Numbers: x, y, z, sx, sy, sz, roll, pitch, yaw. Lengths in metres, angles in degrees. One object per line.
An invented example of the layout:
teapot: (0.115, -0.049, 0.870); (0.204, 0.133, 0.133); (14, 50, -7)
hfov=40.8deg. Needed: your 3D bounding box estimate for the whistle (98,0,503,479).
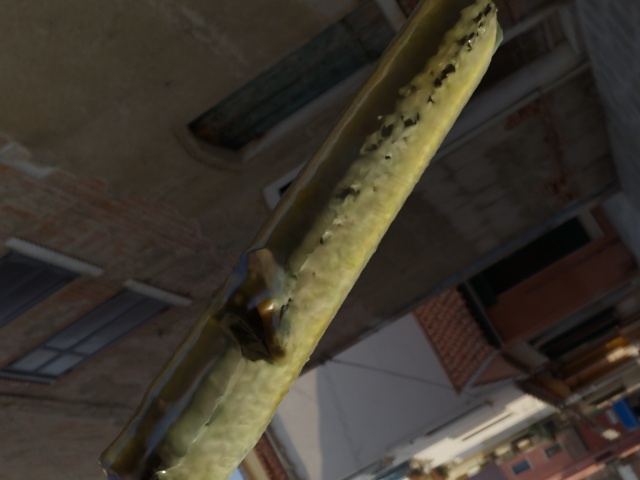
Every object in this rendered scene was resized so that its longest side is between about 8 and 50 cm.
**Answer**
whistle: (-0.001, -0.001, 0.456); (0.057, 0.326, 0.068); (32, 176, 32)
